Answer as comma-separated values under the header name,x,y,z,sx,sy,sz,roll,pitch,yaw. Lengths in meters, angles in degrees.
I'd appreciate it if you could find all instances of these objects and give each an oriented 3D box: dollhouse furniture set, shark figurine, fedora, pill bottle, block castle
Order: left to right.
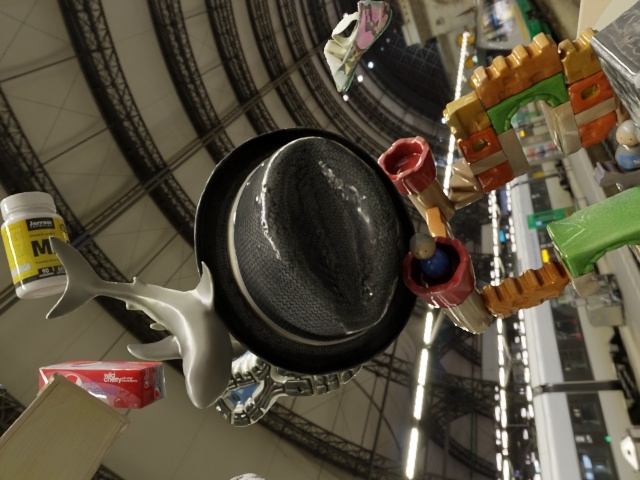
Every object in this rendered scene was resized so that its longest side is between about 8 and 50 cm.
name,x,y,z,sx,sy,sz,roll,pitch,yaw
dollhouse furniture set,-0.563,0.471,0.801,0.362,0.394,0.256,40,-159,-12
pill bottle,-0.608,0.010,0.969,0.119,0.119,0.208,-4,-107,-63
shark figurine,-0.182,0.071,0.544,0.166,0.278,0.116,-15,-53,-62
fedora,0.000,0.000,0.547,0.152,0.334,0.334,138,125,-76
block castle,0.309,-0.103,0.577,0.213,0.453,0.303,44,-151,-40

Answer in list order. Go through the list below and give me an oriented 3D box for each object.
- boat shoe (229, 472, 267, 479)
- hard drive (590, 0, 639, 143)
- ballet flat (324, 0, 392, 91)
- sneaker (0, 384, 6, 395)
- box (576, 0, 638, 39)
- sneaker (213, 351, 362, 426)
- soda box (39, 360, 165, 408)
name,x,y,z,sx,sy,sz,roll,pitch,yaw
boat shoe,-0.175,0.408,0.593,0.258,0.084,0.095,-23,-91,-26
hard drive,0.368,-0.137,0.247,0.237,0.339,0.064,34,-146,-35
ballet flat,0.054,-0.369,0.851,0.079,0.221,0.077,15,-110,-14
sneaker,-0.349,0.126,0.432,0.059,0.144,0.053,44,-134,7
box,0.570,-0.450,0.853,0.148,0.121,0.311,-57,-36,-27
sneaker,-0.044,0.184,0.749,0.129,0.330,0.147,56,-151,-4
soda box,-0.484,0.317,0.999,0.092,0.263,0.083,17,-110,-76
